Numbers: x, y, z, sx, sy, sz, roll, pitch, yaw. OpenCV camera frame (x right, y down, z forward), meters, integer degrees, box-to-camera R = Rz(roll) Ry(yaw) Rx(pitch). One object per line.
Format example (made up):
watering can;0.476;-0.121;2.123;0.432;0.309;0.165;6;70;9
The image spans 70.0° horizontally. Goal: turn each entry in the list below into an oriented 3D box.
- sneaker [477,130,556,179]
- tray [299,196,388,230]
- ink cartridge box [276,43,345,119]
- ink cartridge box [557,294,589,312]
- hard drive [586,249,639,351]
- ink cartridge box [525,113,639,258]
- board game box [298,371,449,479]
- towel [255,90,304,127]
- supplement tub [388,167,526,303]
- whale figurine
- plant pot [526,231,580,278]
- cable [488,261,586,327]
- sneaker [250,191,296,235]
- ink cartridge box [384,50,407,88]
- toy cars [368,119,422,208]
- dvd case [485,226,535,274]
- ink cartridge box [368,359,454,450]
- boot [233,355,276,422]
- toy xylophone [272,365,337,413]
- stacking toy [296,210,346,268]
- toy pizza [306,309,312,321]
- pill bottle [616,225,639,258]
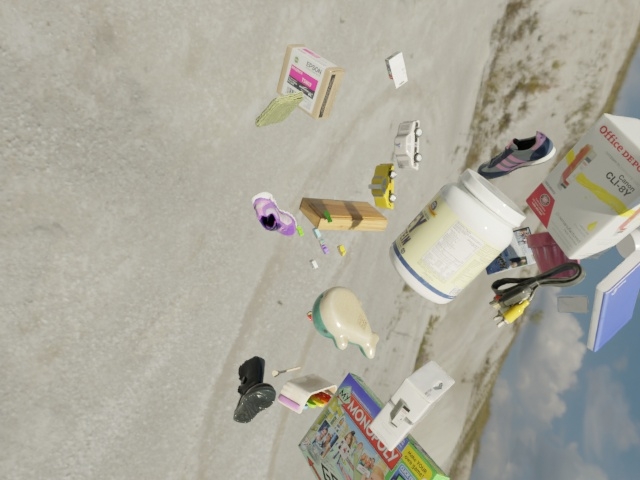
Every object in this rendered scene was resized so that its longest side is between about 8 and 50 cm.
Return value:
sneaker;0.765;-0.350;1.848;0.131;0.318;0.112;43;49;-27
tray;0.120;-0.131;2.287;0.410;0.203;0.076;0;122;-33
ink cartridge box;-0.043;-0.597;1.720;0.088;0.234;0.193;-24;144;-43
ink cartridge box;0.981;0.245;1.780;0.180;0.104;0.060;7;81;-62
hard drive;0.967;0.206;1.499;0.210;0.040;0.319;-35;132;-15
ink cartridge box;0.897;-0.165;1.461;0.385;0.160;0.280;117;-36;-44
board game box;0.089;0.452;0.942;0.046;0.317;0.214;33;91;-33
towel;-0.119;-0.377;1.316;0.110;0.148;0.027;-25;86;-38
supplement tub;0.372;-0.011;1.266;0.325;0.235;0.235;-52;176;23
whale figurine;0.080;0.281;1.521;0.272;0.141;0.216;46;40;-19
plant pot;0.920;0.056;1.781;0.201;0.201;0.181;19;66;-75
cable;0.617;0.138;1.332;0.072;0.287;0.140;43;27;-28
sneaker;-0.164;-0.069;1.640;0.236;0.095;0.105;45;25;-48
ink cartridge box;0.281;-0.629;1.691;0.062;0.029;0.115;-36;132;-12
toy cars;0.282;-0.290;1.796;0.087;0.177;0.394;-7;141;-33
dvd case;0.926;0.052;2.257;0.022;0.252;0.181;18;57;-67
ink cartridge box;0.157;0.283;0.790;0.099;0.056;0.135;-11;136;-49
boot;-0.226;0.489;1.589;0.247;0.094;0.207;-52;-155;38
toy xylophone;-0.065;0.614;1.904;0.322;0.236;0.081;17;93;-53
stacking toy;0.000;0.000;2.058;0.221;0.166;0.052;66;-17;-8
toy pizza;0.016;0.416;2.317;0.201;0.201;0.032;79;34;-53
pill bottle;1.435;-0.012;1.946;0.160;0.282;0.161;-12;90;-89
